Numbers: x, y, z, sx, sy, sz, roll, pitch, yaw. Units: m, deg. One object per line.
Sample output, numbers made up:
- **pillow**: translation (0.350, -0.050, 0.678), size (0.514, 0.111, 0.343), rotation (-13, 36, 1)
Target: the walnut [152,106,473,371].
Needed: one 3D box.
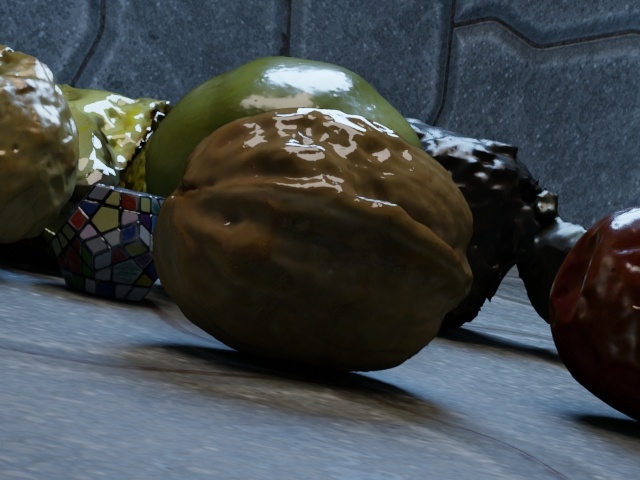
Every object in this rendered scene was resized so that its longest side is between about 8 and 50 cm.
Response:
- **walnut**: translation (0.000, 0.000, 1.272), size (0.245, 0.198, 0.198), rotation (19, 1, -16)

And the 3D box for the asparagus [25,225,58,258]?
- **asparagus**: translation (-0.315, -0.036, 1.544), size (0.236, 0.034, 0.027), rotation (25, -24, -1)

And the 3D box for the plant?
- **plant**: translation (0.161, -0.006, 1.827), size (0.312, 0.213, 0.215), rotation (13, 0, 6)

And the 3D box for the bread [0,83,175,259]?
- **bread**: translation (-0.261, -0.058, 1.687), size (0.204, 0.162, 0.262), rotation (14, 25, 11)

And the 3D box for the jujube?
- **jujube**: translation (0.309, 0.074, 1.362), size (0.255, 0.190, 0.190), rotation (19, 1, -17)

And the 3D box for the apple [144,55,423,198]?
- **apple**: translation (-0.030, -0.047, 1.627), size (0.279, 0.279, 0.279), rotation (12, 3, -1)

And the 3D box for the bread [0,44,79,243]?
- **bread**: translation (-0.314, -0.099, 1.473), size (0.244, 0.134, 0.244), rotation (14, 24, -6)

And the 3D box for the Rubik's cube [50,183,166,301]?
- **Rubik's cube**: translation (-0.174, 0.002, 1.479), size (0.111, 0.093, 0.111), rotation (12, 0, 0)
